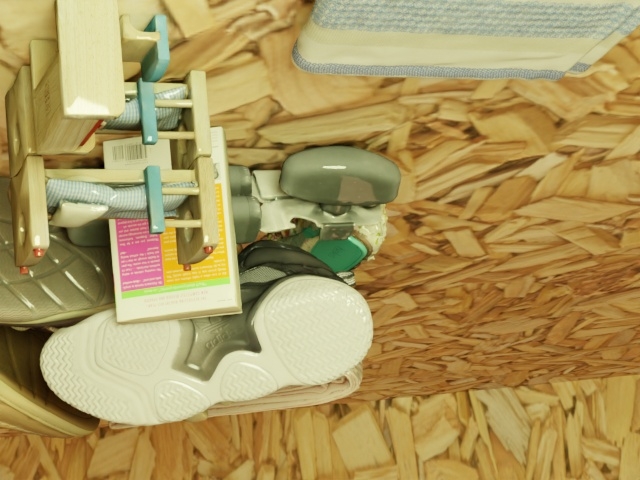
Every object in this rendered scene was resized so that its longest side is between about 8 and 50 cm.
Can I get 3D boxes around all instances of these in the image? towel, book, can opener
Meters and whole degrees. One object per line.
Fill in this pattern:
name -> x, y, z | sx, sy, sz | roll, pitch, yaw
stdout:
towel -> -0.098, 0.162, 1.947 | 0.317, 0.053, 0.332 | -7, -171, 5
book -> -0.116, -0.012, 1.151 | 0.096, 0.144, 0.035 | -6, 168, 4
can opener -> -0.075, -0.043, 1.248 | 0.280, 0.074, 0.093 | -4, 133, -15
towel -> 0.108, -0.157, 0.859 | 0.209, 0.034, 0.285 | -1, 165, -13

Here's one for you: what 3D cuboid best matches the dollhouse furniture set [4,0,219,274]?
dollhouse furniture set -> -0.122, -0.060, 0.959 | 0.129, 0.129, 0.183 | -1, 167, -22

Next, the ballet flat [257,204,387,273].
ballet flat -> 0.000, 0.000, 1.419 | 0.091, 0.077, 0.241 | 32, 153, -18

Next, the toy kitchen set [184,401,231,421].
toy kitchen set -> -0.098, 0.054, 1.450 | 0.207, 0.166, 0.122 | -29, 132, 15

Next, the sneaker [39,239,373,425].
sneaker -> -0.091, 0.072, 1.237 | 0.268, 0.101, 0.153 | -9, -163, 2

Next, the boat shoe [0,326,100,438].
boat shoe -> -0.342, 0.092, 1.295 | 0.110, 0.122, 0.341 | -39, 126, 22

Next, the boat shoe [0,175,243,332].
boat shoe -> -0.235, 0.033, 1.281 | 0.355, 0.132, 0.130 | 3, 150, -35
